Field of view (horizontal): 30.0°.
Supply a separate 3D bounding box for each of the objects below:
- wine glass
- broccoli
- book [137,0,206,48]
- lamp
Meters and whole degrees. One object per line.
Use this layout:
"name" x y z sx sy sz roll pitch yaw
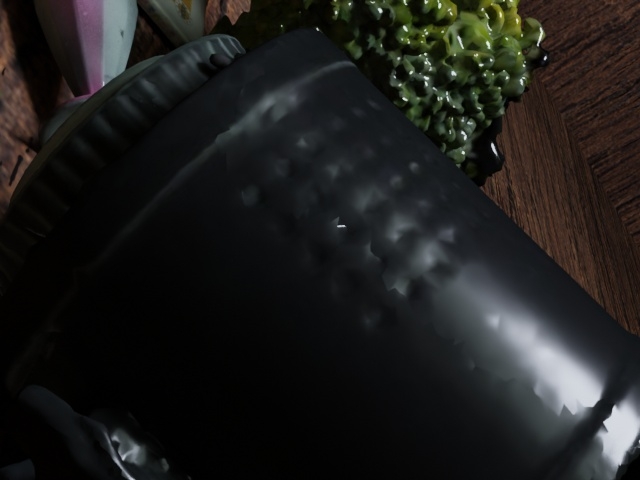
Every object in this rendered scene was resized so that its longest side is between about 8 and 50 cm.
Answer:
"wine glass" -0.127 -0.118 0.668 0.073 0.073 0.155 38 31 -50
"broccoli" 0.003 -0.146 0.779 0.180 0.242 0.273 25 39 -62
"book" -0.171 -0.288 0.852 0.295 0.020 0.208 50 24 -33
"lamp" 0.002 0.042 0.509 0.374 0.205 0.272 -17 68 -37
